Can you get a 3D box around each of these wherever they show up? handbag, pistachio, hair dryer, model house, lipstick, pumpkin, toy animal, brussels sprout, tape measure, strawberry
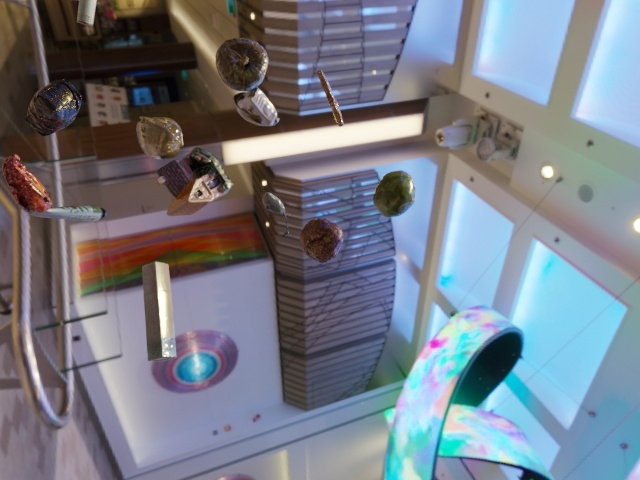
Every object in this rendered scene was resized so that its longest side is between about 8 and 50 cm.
[{"bbox_3d":[-1.081,-0.534,1.972,0.155,0.169,0.215,47,-45,-14],"label":"handbag"},{"bbox_3d":[-0.658,-0.418,1.960,0.288,0.166,0.197,16,-19,49],"label":"pistachio"},{"bbox_3d":[-0.688,-0.674,1.290,0.044,0.183,0.154,-117,-138,-74],"label":"hair dryer"},{"bbox_3d":[-0.546,-0.236,2.042,0.202,0.237,0.237,-15,-68,43],"label":"model house"},{"bbox_3d":[-0.531,0.231,1.597,0.068,0.066,0.317,24,52,-60],"label":"lipstick"},{"bbox_3d":[-0.323,-0.720,1.990,0.162,0.219,0.219,-170,-112,-74],"label":"pumpkin"},{"bbox_3d":[-0.199,-0.132,2.282,0.070,0.079,0.253,-98,164,-51],"label":"toy animal"},{"bbox_3d":[0.255,-0.159,1.697,0.180,0.144,0.161,87,-2,-78],"label":"brussels sprout"},{"bbox_3d":[-0.324,-0.652,2.410,0.197,0.120,0.236,11,-20,36],"label":"tape measure"},{"bbox_3d":[-0.874,-0.161,1.434,0.121,0.082,0.188,43,-17,46],"label":"strawberry"}]

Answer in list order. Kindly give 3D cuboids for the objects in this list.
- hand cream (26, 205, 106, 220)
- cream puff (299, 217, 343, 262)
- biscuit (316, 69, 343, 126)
[{"bbox_3d":[-0.884,-0.097,1.725,0.091,0.271,0.058,-6,-90,28],"label":"hand cream"},{"bbox_3d":[0.000,0.000,1.559,0.084,0.149,0.149,-7,84,-71],"label":"cream puff"},{"bbox_3d":[0.035,-0.450,1.550,0.133,0.027,0.184,-71,138,-77],"label":"biscuit"}]
